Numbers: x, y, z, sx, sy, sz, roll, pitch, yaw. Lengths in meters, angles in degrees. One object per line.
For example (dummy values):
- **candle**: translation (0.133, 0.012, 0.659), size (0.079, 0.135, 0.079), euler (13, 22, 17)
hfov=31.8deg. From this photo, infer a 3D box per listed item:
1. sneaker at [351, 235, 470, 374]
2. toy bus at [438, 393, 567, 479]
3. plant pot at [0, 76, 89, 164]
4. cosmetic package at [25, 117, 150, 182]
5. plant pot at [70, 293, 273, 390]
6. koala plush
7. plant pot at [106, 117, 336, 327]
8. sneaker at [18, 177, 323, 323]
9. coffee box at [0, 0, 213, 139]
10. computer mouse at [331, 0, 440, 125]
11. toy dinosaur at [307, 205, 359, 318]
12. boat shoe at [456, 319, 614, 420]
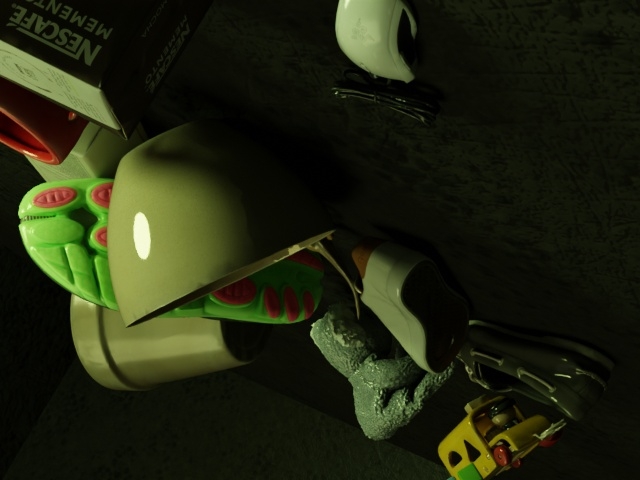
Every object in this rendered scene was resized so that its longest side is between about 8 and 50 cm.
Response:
- **sneaker**: translation (0.123, 0.081, 1.554), size (0.123, 0.106, 0.290), euler (30, 161, 34)
- **toy bus**: translation (0.244, 0.270, 1.575), size (0.104, 0.202, 0.191), euler (56, -169, 19)
- **plant pot**: translation (-0.324, -0.203, 1.237), size (0.191, 0.174, 0.191), euler (26, 166, 7)
- **cosmetic package**: translation (-0.340, -0.137, 1.633), size (0.160, 0.113, 0.309), euler (26, 166, 10)
- **plant pot**: translation (-0.251, 0.126, 2.072), size (0.280, 0.323, 0.323), euler (2, 154, 29)
- **koala plush**: translation (0.082, 0.193, 1.864), size (0.221, 0.203, 0.196), euler (42, 165, -1)
- **plant pot**: translation (-0.147, -0.038, 1.382), size (0.191, 0.284, 0.284), euler (65, 164, 2)
- **sneaker**: translation (-0.225, 0.041, 1.645), size (0.483, 0.185, 0.202), euler (19, 162, -34)
- **coffee box**: translation (-0.269, -0.240, 1.018), size (0.297, 0.168, 0.119), euler (27, 166, 9)
- **computer mouse**: translation (0.045, -0.155, 0.959), size (0.106, 0.042, 0.193), euler (25, 166, 18)
- **toy dinosaur**: translation (0.000, 0.000, 1.548), size (0.211, 0.064, 0.112), euler (49, 176, 20)
- **boat shoe**: translation (0.272, 0.184, 1.600), size (0.112, 0.095, 0.335), euler (36, 165, -25)
